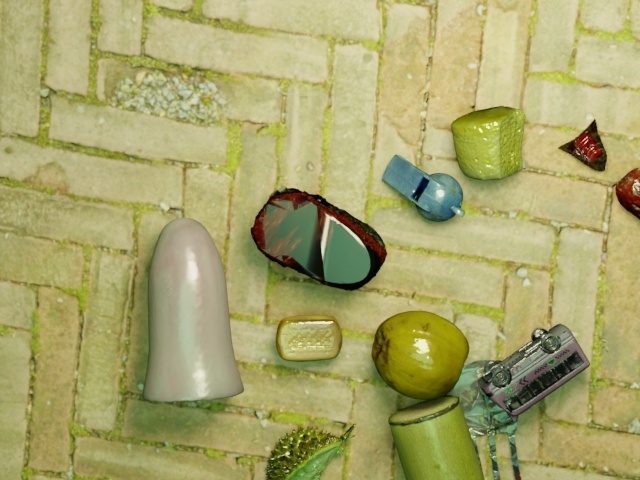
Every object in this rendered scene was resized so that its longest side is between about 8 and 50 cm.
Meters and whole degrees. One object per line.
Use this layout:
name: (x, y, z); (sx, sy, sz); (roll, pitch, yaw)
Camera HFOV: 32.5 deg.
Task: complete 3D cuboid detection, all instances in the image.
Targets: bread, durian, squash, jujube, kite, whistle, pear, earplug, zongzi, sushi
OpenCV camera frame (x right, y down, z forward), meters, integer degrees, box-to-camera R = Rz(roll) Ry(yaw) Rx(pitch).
bread: (0.275, -0.163, 1.810); (0.111, 0.129, 0.114); (2, 105, 40)
durian: (-0.031, 0.386, 1.926); (0.215, 0.086, 0.100); (-47, 126, 10)
squash: (0.213, 0.398, 1.874); (0.132, 0.132, 0.247); (-19, 95, 5)
jujube: (0.553, -0.067, 1.833); (0.129, 0.077, 0.077); (33, 98, -13)
kite: (0.298, 0.328, 1.919); (0.141, 0.015, 0.245); (-10, 93, 5)
bread: (-0.020, 0.167, 1.895); (0.115, 0.056, 0.082); (-5, 97, -3)
whistle: (0.186, -0.082, 1.851); (0.158, 0.090, 0.090); (40, 99, 37)
pear: (0.167, 0.192, 1.844); (0.162, 0.149, 0.149); (18, 98, -4)
earplug: (-0.221, 0.111, 1.854); (0.172, 0.172, 0.301); (-2, 91, 3)
zongzi: (0.439, -0.153, 1.843); (0.073, 0.067, 0.083); (-19, 77, 16)
sushi: (0.000, 0.000, 1.844); (0.225, 0.126, 0.136); (27, 99, 5)

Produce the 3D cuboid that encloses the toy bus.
toy bus: (0.361, 0.223, 1.863); (0.178, 0.087, 0.098); (-34, 96, 1)
